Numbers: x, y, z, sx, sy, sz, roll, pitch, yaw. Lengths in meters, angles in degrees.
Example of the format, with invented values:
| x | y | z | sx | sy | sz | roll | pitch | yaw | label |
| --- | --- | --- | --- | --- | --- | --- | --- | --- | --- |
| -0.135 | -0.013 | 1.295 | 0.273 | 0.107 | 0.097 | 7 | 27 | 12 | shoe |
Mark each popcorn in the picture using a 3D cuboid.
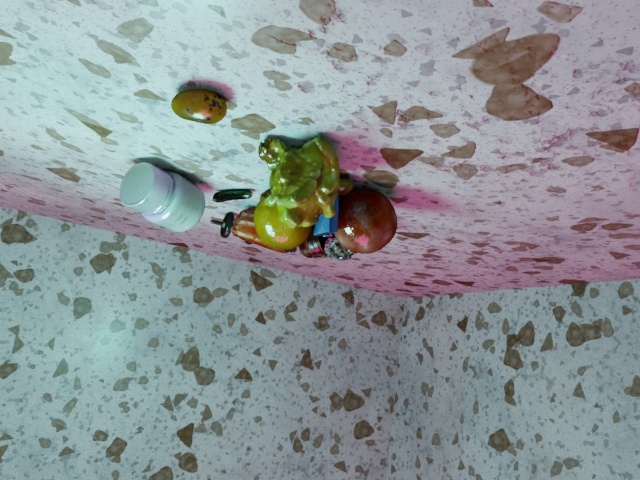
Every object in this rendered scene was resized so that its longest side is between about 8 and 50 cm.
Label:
| x | y | z | sx | sy | sz | roll | pitch | yaw | label |
| --- | --- | --- | --- | --- | --- | --- | --- | --- | --- |
| -0.049 | -0.197 | 1.521 | 0.290 | 0.325 | 0.321 | 15 | -154 | -44 | popcorn |

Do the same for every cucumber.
| x | y | z | sx | sy | sz | roll | pitch | yaw | label |
| --- | --- | --- | --- | --- | --- | --- | --- | --- | --- |
| -0.396 | -0.207 | 2.081 | 0.215 | 0.058 | 0.052 | -3 | 128 | 30 | cucumber |

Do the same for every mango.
| x | y | z | sx | sy | sz | roll | pitch | yaw | label |
| --- | --- | --- | --- | --- | --- | --- | --- | --- | --- |
| 0.031 | -0.206 | 1.760 | 0.191 | 0.085 | 0.122 | 9 | 164 | 8 | mango |
| -0.354 | -0.384 | 1.301 | 0.178 | 0.090 | 0.115 | 13 | 175 | 19 | mango |

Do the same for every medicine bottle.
| x | y | z | sx | sy | sz | roll | pitch | yaw | label |
| --- | --- | --- | --- | --- | --- | --- | --- | --- | --- |
| -0.676 | -0.186 | 1.955 | 0.241 | 0.241 | 0.302 | 1 | 164 | 27 | medicine bottle |

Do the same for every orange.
| x | y | z | sx | sy | sz | roll | pitch | yaw | label |
| --- | --- | --- | --- | --- | --- | --- | --- | --- | --- |
| -0.159 | -0.093 | 1.969 | 0.274 | 0.274 | 0.274 | 8 | 166 | 2 | orange |

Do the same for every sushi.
| x | y | z | sx | sy | sz | roll | pitch | yaw | label |
| --- | --- | --- | --- | --- | --- | --- | --- | --- | --- |
| 0.091 | -0.046 | 2.084 | 0.239 | 0.218 | 0.225 | -15 | 140 | 15 | sushi |

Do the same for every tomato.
| x | y | z | sx | sy | sz | roll | pitch | yaw | label |
| --- | --- | --- | --- | --- | --- | --- | --- | --- | --- |
| 0.173 | -0.083 | 1.811 | 0.265 | 0.264 | 0.265 | 8 | 166 | 2 | tomato |

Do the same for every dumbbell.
| x | y | z | sx | sy | sz | roll | pitch | yaw | label |
| --- | --- | --- | --- | --- | --- | --- | --- | --- | --- |
| -0.445 | -0.065 | 2.493 | 0.326 | 0.143 | 0.143 | 16 | 164 | -26 | dumbbell |

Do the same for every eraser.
| x | y | z | sx | sy | sz | roll | pitch | yaw | label |
| --- | --- | --- | --- | --- | --- | --- | --- | --- | --- |
| 0.020 | -0.094 | 1.828 | 0.043 | 0.144 | 0.312 | 3 | 177 | -11 | eraser |

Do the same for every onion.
| x | y | z | sx | sy | sz | roll | pitch | yaw | label |
| --- | --- | --- | --- | --- | --- | --- | --- | --- | --- |
| 0.000 | 0.000 | 2.386 | 0.247 | 0.190 | 0.246 | -12 | 167 | -3 | onion |

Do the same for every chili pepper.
| x | y | z | sx | sy | sz | roll | pitch | yaw | label |
| --- | --- | --- | --- | --- | --- | --- | --- | --- | --- |
| -0.263 | -0.073 | 2.281 | 0.306 | 0.229 | 0.251 | 18 | -159 | 25 | chili pepper |

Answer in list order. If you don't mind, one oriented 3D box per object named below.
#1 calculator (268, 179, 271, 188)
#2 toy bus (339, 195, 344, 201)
| x | y | z | sx | sy | sz | roll | pitch | yaw | label |
| --- | --- | --- | --- | --- | --- | --- | --- | --- | --- |
| -0.108 | -0.194 | 1.789 | 0.045 | 0.141 | 0.246 | 12 | 171 | 44 | calculator |
| 0.057 | -0.179 | 1.923 | 0.131 | 0.052 | 0.037 | 20 | 170 | -29 | toy bus |
